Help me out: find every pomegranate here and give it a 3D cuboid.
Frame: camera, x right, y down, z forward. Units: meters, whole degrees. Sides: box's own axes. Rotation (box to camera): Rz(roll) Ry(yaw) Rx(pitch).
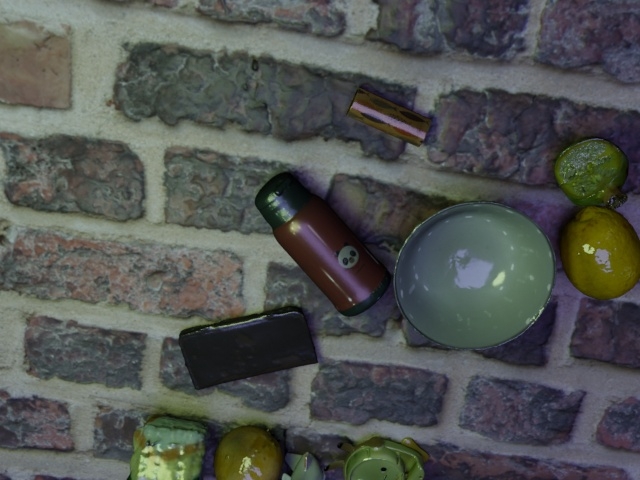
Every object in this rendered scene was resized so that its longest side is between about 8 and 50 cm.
[{"bbox_3d":[0.579,-0.132,1.414,0.143,0.122,0.169,-45,63,17],"label":"pomegranate"}]

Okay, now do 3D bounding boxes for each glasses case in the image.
[{"bbox_3d":[0.143,-0.256,1.415,0.169,0.041,0.065,23,107,-8],"label":"glasses case"}]

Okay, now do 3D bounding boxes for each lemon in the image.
[{"bbox_3d":[0.601,0.027,1.455,0.170,0.170,0.207,-28,106,9],"label":"lemon"}]

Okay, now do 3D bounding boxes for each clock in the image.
[{"bbox_3d":[0.129,0.572,1.684,0.232,0.069,0.170,24,112,-7],"label":"clock"}]

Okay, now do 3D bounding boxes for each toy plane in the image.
[{"bbox_3d":[-0.057,0.627,1.623,0.117,0.245,0.245,6,110,15],"label":"toy plane"}]

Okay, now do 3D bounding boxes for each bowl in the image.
[{"bbox_3d":[0.318,0.056,1.464,0.337,0.157,0.337,0,109,0],"label":"bowl"}]

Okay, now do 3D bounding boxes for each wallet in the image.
[{"bbox_3d":[-0.171,0.251,1.588,0.309,0.042,0.165,-13,111,5],"label":"wallet"}]

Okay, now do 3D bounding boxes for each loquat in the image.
[{"bbox_3d":[-0.178,0.538,1.619,0.172,0.204,0.149,10,143,31],"label":"loquat"}]

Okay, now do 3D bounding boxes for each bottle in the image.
[{"bbox_3d":[0.000,0.000,1.452,0.144,0.144,0.336,-38,104,12],"label":"bottle"}]

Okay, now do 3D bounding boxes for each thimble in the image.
[{"bbox_3d":[-0.357,0.549,1.577,0.167,0.254,0.288,8,112,-5],"label":"thimble"}]

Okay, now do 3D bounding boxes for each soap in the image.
[{"bbox_3d":[0.239,0.530,1.705,0.034,0.012,0.089,-43,105,15],"label":"soap"}]
